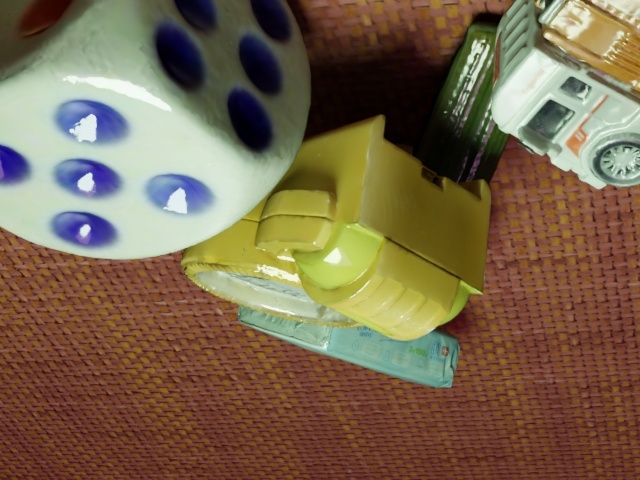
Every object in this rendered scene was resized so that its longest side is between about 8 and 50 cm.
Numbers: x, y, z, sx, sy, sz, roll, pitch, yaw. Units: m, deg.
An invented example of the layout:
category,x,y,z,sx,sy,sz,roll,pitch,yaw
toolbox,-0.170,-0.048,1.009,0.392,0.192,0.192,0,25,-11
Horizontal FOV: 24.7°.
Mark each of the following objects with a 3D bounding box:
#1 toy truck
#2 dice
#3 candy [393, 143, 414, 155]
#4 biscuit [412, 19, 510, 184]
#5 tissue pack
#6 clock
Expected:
category,x,y,z,sx,sy,sz,roll,pitch,yaw
toy truck,0.308,-0.235,1.393,0.207,0.173,0.387,24,135,-14
dice,-0.212,-0.164,1.508,0.304,0.277,0.304,-17,137,32
candy,0.083,-0.023,1.812,0.255,0.094,0.255,4,145,3
biscuit,0.156,-0.101,1.645,0.099,0.038,0.322,11,124,-14
tissue pack,0.042,0.116,1.930,0.177,0.089,0.263,14,174,45
clock,0.000,0.000,1.608,0.317,0.200,0.244,-4,154,45
